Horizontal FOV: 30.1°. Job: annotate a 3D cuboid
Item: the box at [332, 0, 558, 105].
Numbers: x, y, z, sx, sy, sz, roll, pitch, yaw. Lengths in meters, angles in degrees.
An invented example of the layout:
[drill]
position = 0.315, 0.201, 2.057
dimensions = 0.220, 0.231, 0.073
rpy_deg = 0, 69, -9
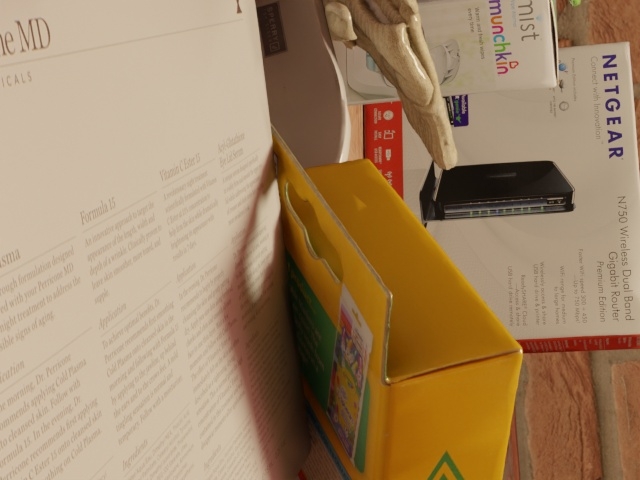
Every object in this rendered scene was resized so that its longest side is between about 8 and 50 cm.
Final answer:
[box]
position = 0.128, -0.272, 1.236
dimensions = 0.126, 0.231, 0.262
rpy_deg = 72, 20, -44

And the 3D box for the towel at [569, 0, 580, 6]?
[towel]
position = 0.241, -0.308, 1.190
dimensions = 0.152, 0.023, 0.113
rpy_deg = 26, 61, -72

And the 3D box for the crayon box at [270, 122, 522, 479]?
[crayon box]
position = 0.027, 0.098, 0.716
dimensions = 0.203, 0.083, 0.323
rpy_deg = -123, -152, -50

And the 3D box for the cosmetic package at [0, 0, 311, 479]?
[cosmetic package]
position = -0.101, 0.031, 0.496
dimensions = 0.377, 0.097, 0.284
rpy_deg = -46, 133, -72

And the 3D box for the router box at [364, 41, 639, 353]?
[router box]
position = 0.203, -0.043, 1.331
dimensions = 0.082, 0.301, 0.335
rpy_deg = 49, 38, -69

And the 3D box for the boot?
[boot]
position = -0.017, -0.098, 0.863
dimensions = 0.123, 0.095, 0.258
rpy_deg = 62, 22, -60

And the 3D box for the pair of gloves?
[pair of gloves]
position = 0.025, -0.180, 0.907
dimensions = 0.240, 0.042, 0.204
rpy_deg = 59, -4, 33
